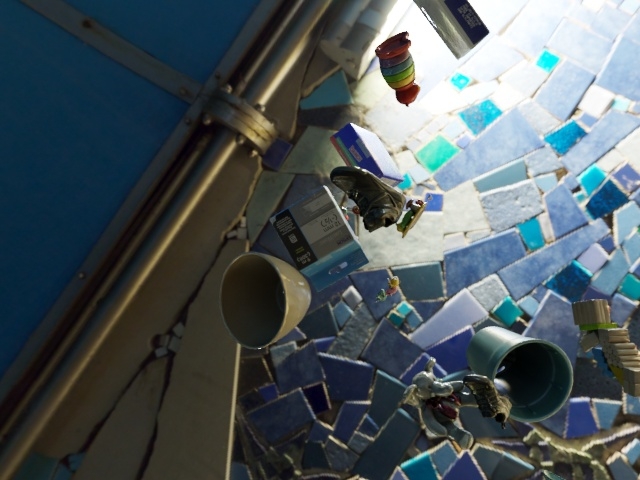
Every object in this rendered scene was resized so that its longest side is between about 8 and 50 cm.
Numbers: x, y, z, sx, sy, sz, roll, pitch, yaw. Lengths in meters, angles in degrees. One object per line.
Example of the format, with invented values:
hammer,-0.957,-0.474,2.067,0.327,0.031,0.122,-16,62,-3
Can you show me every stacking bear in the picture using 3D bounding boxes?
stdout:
stacking bear,0.362,-0.744,1.878,0.175,0.164,0.289,-85,-28,-46

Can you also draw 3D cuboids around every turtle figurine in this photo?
turtle figurine,0.038,-0.134,1.894,0.175,0.234,0.118,55,-149,-53

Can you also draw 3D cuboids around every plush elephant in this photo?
plush elephant,0.493,0.655,1.775,0.272,0.329,0.255,-49,-56,-33

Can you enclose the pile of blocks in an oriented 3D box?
pile of blocks,1.016,0.365,1.457,0.149,0.112,0.362,105,162,-50

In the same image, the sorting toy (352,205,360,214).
sorting toy,0.201,-0.145,1.983,0.101,0.061,0.042,-5,-29,-23

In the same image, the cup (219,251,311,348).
cup,-0.171,0.208,1.527,0.237,0.331,0.331,3,-58,-53

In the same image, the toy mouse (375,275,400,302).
toy mouse,0.258,0.198,1.602,0.143,0.031,0.161,-55,-24,22

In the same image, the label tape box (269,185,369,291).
label tape box,0.000,0.000,1.625,0.249,0.348,0.115,-30,-1,8

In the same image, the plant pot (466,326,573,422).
plant pot,0.821,0.542,1.820,0.341,0.341,0.334,-57,8,1

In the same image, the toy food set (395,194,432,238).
toy food set,0.379,-0.115,1.750,0.218,0.071,0.128,-59,-17,17

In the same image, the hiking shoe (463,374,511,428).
hiking shoe,0.619,0.594,1.559,0.086,0.227,0.114,-45,8,44

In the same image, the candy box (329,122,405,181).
candy box,0.211,-0.347,1.818,0.122,0.268,0.317,-35,-13,23

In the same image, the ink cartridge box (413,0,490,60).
ink cartridge box,0.332,-0.667,1.172,0.071,0.324,0.330,-37,8,21

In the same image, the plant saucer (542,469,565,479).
plant saucer,0.788,0.801,1.379,0.021,0.119,0.119,-66,-10,-3

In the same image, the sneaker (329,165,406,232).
sneaker,0.119,-0.108,1.128,0.087,0.227,0.130,-44,20,55
